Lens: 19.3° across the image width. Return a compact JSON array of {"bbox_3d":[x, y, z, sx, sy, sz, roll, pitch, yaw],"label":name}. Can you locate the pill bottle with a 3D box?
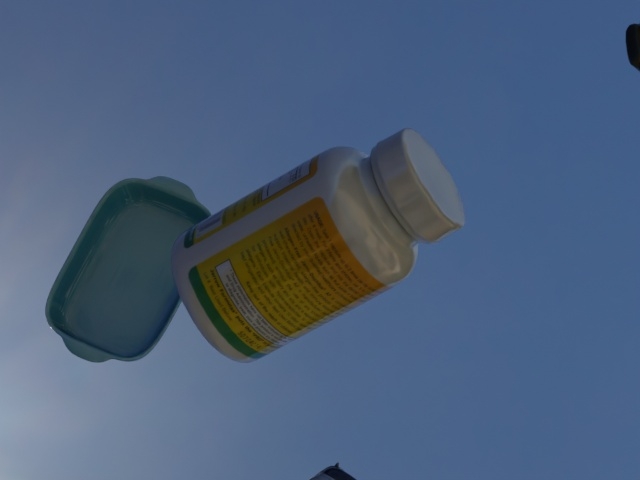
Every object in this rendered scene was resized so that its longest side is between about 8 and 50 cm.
[{"bbox_3d":[0.000,0.000,1.437,0.117,0.208,0.117,49,-158,-28],"label":"pill bottle"}]

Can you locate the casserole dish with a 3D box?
[{"bbox_3d":[-0.170,0.030,1.698,0.037,0.114,0.188,82,-148,-67],"label":"casserole dish"}]

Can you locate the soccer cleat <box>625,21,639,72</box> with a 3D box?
[{"bbox_3d":[0.234,-0.007,0.813,0.121,0.289,0.093,16,-50,-44],"label":"soccer cleat"}]

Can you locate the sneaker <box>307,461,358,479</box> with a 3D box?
[{"bbox_3d":[-0.071,0.205,1.155,0.153,0.282,0.099,-24,-78,-44],"label":"sneaker"}]
